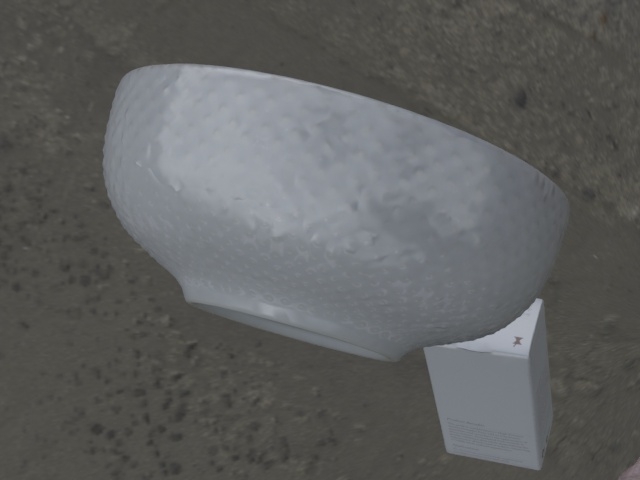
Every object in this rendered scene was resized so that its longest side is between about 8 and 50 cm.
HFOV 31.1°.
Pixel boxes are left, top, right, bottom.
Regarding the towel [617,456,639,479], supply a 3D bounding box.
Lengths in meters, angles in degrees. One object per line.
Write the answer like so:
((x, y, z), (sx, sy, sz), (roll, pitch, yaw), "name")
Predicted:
((0.193, 0.204, 0.411), (0.053, 0.317, 0.332), (-17, 89, 30), "towel")

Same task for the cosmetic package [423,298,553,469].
((0.189, 0.154, 1.266), (0.117, 0.231, 0.085), (8, 51, 19), "cosmetic package")

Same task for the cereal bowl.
((0.000, 0.000, 0.831), (0.339, 0.339, 0.141), (13, 81, 18), "cereal bowl")
